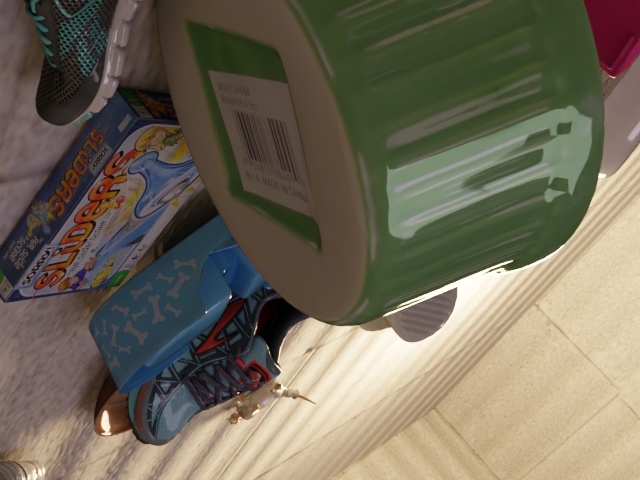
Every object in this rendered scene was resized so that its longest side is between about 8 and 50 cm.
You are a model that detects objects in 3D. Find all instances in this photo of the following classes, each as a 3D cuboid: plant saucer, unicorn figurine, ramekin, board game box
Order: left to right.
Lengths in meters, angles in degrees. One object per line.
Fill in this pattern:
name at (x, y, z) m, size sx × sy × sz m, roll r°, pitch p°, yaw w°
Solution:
board game box at (-0.167, -0.034, 0.763) m, size 0.201 × 0.035 × 0.136 m, roll -49°, pitch 160°, yaw 24°
plant saucer at (-0.202, 0.164, 1.153) m, size 0.199 × 0.036 × 0.198 m, roll -36°, pitch 160°, yaw -15°
unicorn figurine at (-0.090, 0.267, 1.597) m, size 0.162 × 0.060 × 0.111 m, roll -19°, pitch 157°, yaw -12°
ramekin at (0.017, -0.093, 0.599) m, size 0.148 × 0.303 × 0.303 m, roll -25°, pitch 157°, yaw -23°

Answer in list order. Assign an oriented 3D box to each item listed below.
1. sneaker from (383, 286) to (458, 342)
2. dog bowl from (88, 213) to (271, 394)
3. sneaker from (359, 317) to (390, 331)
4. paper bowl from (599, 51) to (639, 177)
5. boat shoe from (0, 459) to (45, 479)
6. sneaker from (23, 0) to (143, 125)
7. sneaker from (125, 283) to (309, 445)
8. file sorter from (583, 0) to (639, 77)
sneaker at (0.084, -0.041, 1.139) m, size 0.135 × 0.150 × 0.366 m, roll -22°, pitch 133°, yaw -24°
dog bowl at (-0.102, 0.033, 0.937) m, size 0.297 × 0.074 × 0.166 m, roll -37°, pitch 173°, yaw -22°
sneaker at (0.158, 0.072, 1.594) m, size 0.235 × 0.090 × 0.095 m, roll -40°, pitch 171°, yaw 3°
paper bowl at (0.372, -0.196, 1.211) m, size 0.284 × 0.148 × 0.284 m, roll -48°, pitch 167°, yaw -16°
boat shoe at (-0.401, 0.350, 1.105) m, size 0.226 × 0.083 × 0.076 m, roll -47°, pitch 160°, yaw 15°
sneaker at (-0.148, -0.139, 0.548) m, size 0.076 × 0.065 × 0.166 m, roll 0°, pitch 135°, yaw -40°
sneaker at (-0.106, 0.126, 1.036) m, size 0.262 × 0.125 × 0.104 m, roll -52°, pitch 141°, yaw -13°
file sorter at (0.265, -0.320, 0.709) m, size 0.182 × 0.202 × 0.290 m, roll -33°, pitch 160°, yaw -26°
